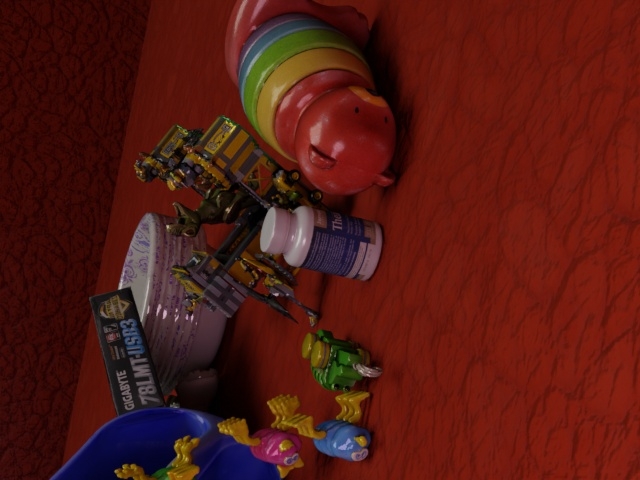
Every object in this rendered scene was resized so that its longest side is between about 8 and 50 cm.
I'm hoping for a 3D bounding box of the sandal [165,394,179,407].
[{"bbox_3d":[-0.239,0.327,1.988,0.219,0.060,0.090,-78,5,-67],"label":"sandal"}]

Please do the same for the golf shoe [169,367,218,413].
[{"bbox_3d":[-0.186,0.261,1.872,0.176,0.069,0.086,114,143,-49],"label":"golf shoe"}]

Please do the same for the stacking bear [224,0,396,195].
[{"bbox_3d":[-0.001,-0.157,1.394,0.164,0.175,0.289,-55,34,20],"label":"stacking bear"}]

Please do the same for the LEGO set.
[{"bbox_3d":[-0.137,-0.011,1.542,0.192,0.255,0.331,-52,25,-11],"label":"LEGO set"}]

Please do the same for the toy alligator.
[{"bbox_3d":[0.020,0.134,1.273,0.190,0.056,0.051,-151,75,-73],"label":"toy alligator"}]

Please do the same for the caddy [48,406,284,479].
[{"bbox_3d":[-0.186,0.324,1.404,0.341,0.241,0.179,-48,-21,-56],"label":"caddy"}]

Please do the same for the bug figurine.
[{"bbox_3d":[-0.082,0.232,1.257,0.216,0.279,0.072,-3,108,69],"label":"bug figurine"}]

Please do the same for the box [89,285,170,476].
[{"bbox_3d":[-0.240,0.262,1.715,0.295,0.073,0.293,-121,17,-55],"label":"box"}]

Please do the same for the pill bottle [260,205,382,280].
[{"bbox_3d":[0.000,0.000,1.325,0.067,0.120,0.067,-168,90,-73],"label":"pill bottle"}]

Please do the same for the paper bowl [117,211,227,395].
[{"bbox_3d":[-0.235,0.106,1.964,0.284,0.148,0.284,-167,90,-73],"label":"paper bowl"}]
